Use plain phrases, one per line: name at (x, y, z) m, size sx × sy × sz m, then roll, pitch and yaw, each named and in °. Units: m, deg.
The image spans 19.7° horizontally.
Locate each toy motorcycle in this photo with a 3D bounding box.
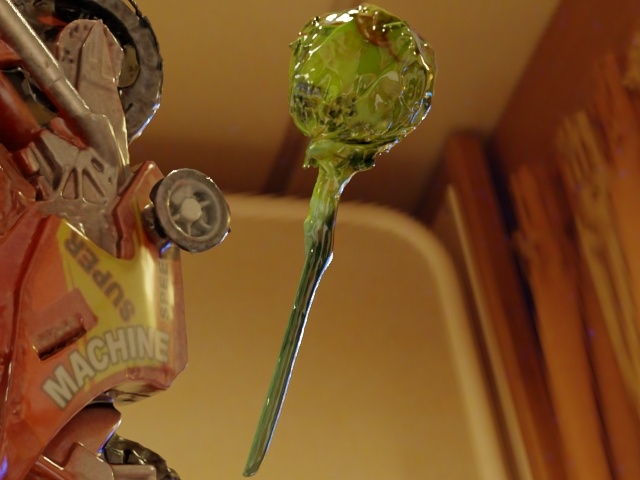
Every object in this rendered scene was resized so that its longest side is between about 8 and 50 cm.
toy motorcycle at (-0.130, 0.018, 0.788) m, size 0.171 × 0.298 × 0.089 m, roll 2°, pitch -16°, yaw -30°

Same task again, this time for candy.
candy at (0.000, 0.000, 0.459) m, size 0.035 × 0.123 × 0.035 m, roll 10°, pitch -8°, yaw 27°
